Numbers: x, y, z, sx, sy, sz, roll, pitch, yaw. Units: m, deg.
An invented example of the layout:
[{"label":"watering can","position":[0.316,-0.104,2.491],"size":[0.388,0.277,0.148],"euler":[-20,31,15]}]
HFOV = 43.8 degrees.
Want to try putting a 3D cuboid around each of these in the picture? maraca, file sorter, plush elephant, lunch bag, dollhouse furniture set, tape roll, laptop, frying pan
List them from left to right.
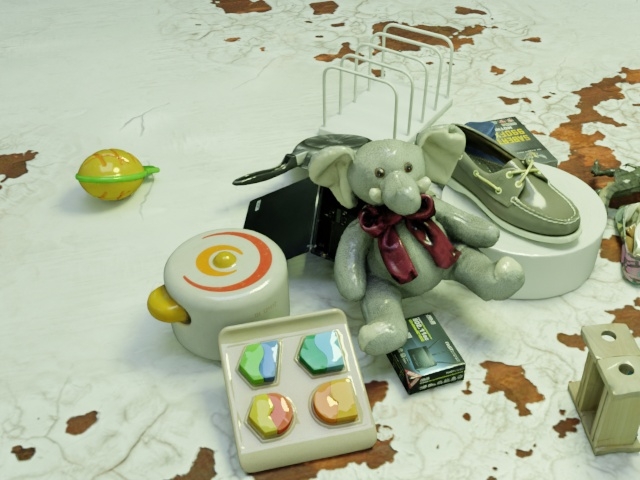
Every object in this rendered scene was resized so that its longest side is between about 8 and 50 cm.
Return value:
[{"label":"maraca","position":[-0.395,-0.131,1.553],"size":[0.127,0.099,0.185],"euler":[9,15,20]},{"label":"frying pan","position":[-0.030,-0.170,1.589],"size":[0.326,0.053,0.197],"euler":[-6,20,-13]},{"label":"laptop","position":[0.000,0.000,1.446],"size":[0.264,0.136,0.234],"euler":[22,38,-12]},{"label":"file sorter","position":[0.150,-0.337,1.735],"size":[0.193,0.173,0.277],"euler":[22,44,25]},{"label":"plush elephant","position":[0.126,-0.042,1.224],"size":[0.272,0.255,0.330],"euler":[-20,36,-2]},{"label":"lunch bag","position":[0.302,-0.184,1.539],"size":[0.067,0.065,0.098],"euler":[7,39,33]},{"label":"tape roll","position":[0.349,-0.026,1.404],"size":[0.286,0.100,0.286],"euler":[-1,39,1]},{"label":"dollhouse furniture set","position":[0.458,0.199,1.099],"size":[0.183,0.129,0.129],"euler":[-4,39,-3]}]

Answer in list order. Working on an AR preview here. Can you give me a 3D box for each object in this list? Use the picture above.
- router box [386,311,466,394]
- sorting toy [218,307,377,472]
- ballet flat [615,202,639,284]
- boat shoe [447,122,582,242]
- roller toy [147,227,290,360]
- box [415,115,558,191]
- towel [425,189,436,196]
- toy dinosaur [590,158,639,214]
[{"label":"router box","position":[0.153,0.170,1.212],"size":[0.092,0.038,0.122],"euler":[-13,40,-15]},{"label":"sorting toy","position":[-0.035,0.202,1.115],"size":[0.193,0.038,0.208],"euler":[-9,63,-10]},{"label":"ballet flat","position":[0.565,-0.016,1.404],"size":[0.077,0.079,0.221],"euler":[8,39,13]},{"label":"boat shoe","position":[0.313,-0.100,1.344],"size":[0.109,0.091,0.305],"euler":[-26,45,-28]},{"label":"roller toy","position":[-0.147,0.077,1.246],"size":[0.209,0.146,0.191],"euler":[6,39,9]},{"label":"box","position":[0.332,-0.170,1.616],"size":[0.231,0.056,0.183],"euler":[-11,39,-12]},{"label":"towel","position":[0.140,-0.105,1.536],"size":[0.148,0.027,0.110],"euler":[27,24,33]},{"label":"toy dinosaur","position":[0.557,-0.107,1.513],"size":[0.268,0.064,0.118],"euler":[-24,27,-38]}]
